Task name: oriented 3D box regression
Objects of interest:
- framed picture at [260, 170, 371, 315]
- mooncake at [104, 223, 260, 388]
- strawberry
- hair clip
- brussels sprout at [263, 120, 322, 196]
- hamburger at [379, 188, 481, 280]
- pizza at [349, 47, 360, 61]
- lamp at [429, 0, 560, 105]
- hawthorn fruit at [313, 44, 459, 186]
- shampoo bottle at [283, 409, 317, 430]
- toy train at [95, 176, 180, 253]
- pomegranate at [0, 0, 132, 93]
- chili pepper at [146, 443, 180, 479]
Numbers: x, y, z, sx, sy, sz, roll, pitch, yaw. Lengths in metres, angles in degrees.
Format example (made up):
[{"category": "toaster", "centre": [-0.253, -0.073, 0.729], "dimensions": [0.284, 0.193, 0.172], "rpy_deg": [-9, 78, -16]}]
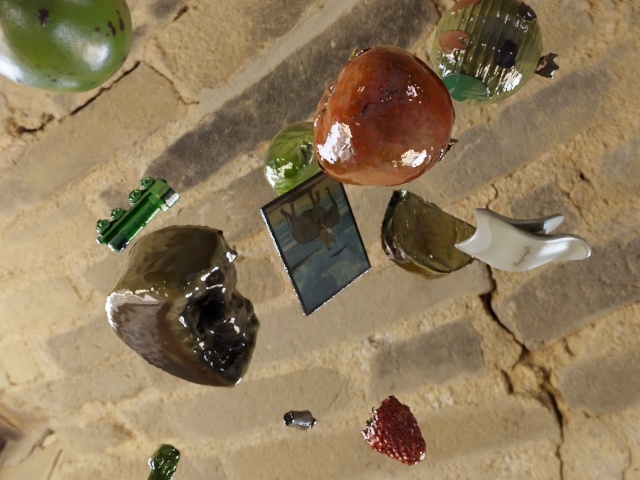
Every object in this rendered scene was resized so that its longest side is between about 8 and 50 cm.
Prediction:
[{"category": "framed picture", "centre": [0.000, 0.000, 1.435], "dimensions": [0.016, 0.265, 0.346], "rpy_deg": [15, -48, 51]}, {"category": "mooncake", "centre": [-0.305, 0.157, 1.291], "dimensions": [0.393, 0.246, 0.394], "rpy_deg": [28, -45, -15]}, {"category": "strawberry", "centre": [0.094, 0.237, 0.650], "dimensions": [0.083, 0.073, 0.073], "rpy_deg": [35, -58, 12]}, {"category": "hair clip", "centre": [0.487, 0.003, 1.255], "dimensions": [0.282, 0.113, 0.172], "rpy_deg": [-5, -31, -7]}, {"category": "brussels sprout", "centre": [-0.045, -0.240, 1.550], "dimensions": [0.210, 0.219, 0.271], "rpy_deg": [41, -33, -21]}, {"category": "hamburger", "centre": [0.300, 0.002, 1.483], "dimensions": [0.309, 0.132, 0.211], "rpy_deg": [29, -84, -4]}, {"category": "pizza", "centre": [0.103, -0.354, 1.204], "dimensions": [0.127, 0.246, 0.058], "rpy_deg": [-25, -31, 36]}, {"category": "lamp", "centre": [0.387, -0.412, 1.170], "dimensions": [0.285, 0.250, 0.250], "rpy_deg": [20, -58, 10]}, {"category": "hawthorn fruit", "centre": [0.143, -0.222, 1.011], "dimensions": [0.308, 0.276, 0.276], "rpy_deg": [10, -56, -19]}, {"category": "shampoo bottle", "centre": [-0.044, 0.409, 1.205], "dimensions": [0.027, 0.048, 0.137], "rpy_deg": [14, -14, 28]}, {"category": "toy train", "centre": [-0.505, -0.071, 1.457], "dimensions": [0.119, 0.251, 0.085], "rpy_deg": [31, -15, 35]}, {"category": "pomegranate", "centre": [-0.305, -0.283, 0.600], "dimensions": [0.202, 0.202, 0.248], "rpy_deg": [33, -53, -12]}, {"category": "chili pepper", "centre": [-0.156, 0.228, 0.502], "dimensions": [0.030, 0.091, 0.034], "rpy_deg": [33, -80, -8]}]
